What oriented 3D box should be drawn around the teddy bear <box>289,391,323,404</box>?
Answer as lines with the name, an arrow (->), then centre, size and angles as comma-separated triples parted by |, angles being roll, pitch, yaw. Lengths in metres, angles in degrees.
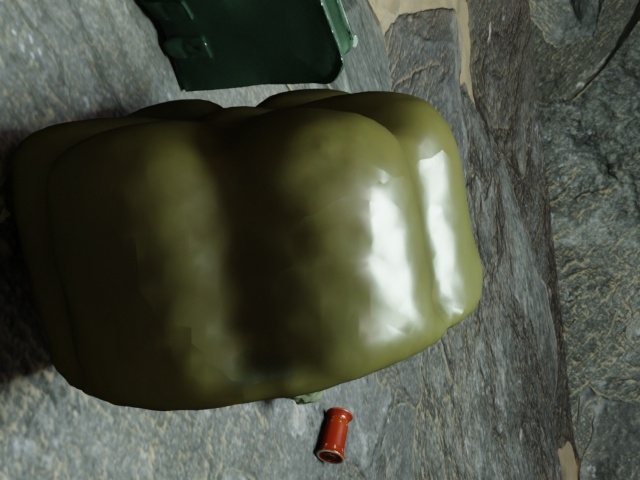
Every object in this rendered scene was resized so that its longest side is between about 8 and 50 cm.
teddy bear -> 0.000, 0.000, 1.451 | 0.357, 0.224, 0.368 | -41, 98, -34

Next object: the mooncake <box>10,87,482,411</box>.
mooncake -> -0.072, -0.015, 1.017 | 0.467, 0.466, 0.262 | -28, 114, -62

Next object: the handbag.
handbag -> -0.107, -0.295, 1.202 | 0.248, 0.260, 0.079 | 65, 34, -42

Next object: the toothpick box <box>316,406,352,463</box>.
toothpick box -> 0.024, 0.312, 1.592 | 0.047, 0.047, 0.083 | 59, 36, -42

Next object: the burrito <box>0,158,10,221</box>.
burrito -> -0.334, -0.099, 0.937 | 0.058, 0.045, 0.188 | -44, 123, -66
